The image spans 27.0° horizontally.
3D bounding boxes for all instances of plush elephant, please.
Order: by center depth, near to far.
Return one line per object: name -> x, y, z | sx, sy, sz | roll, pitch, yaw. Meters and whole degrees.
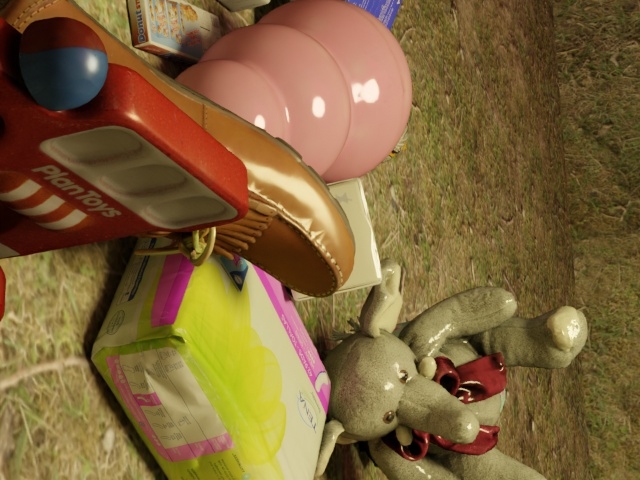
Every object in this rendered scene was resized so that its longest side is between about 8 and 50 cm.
plush elephant -> 0.109, 0.169, 1.475 | 0.255, 0.330, 0.272 | 1, 107, -67

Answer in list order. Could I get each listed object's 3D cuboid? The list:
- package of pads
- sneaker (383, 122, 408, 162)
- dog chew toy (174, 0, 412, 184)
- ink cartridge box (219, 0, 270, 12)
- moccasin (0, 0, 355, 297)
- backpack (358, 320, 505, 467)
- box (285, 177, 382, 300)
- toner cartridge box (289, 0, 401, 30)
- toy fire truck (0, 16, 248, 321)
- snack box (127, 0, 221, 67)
package of pads -> -0.089, 0.127, 1.255 | 0.229, 0.101, 0.296 | -77, 149, -49
sneaker -> 0.085, -0.156, 1.896 | 0.225, 0.088, 0.092 | -23, 103, -69
dog chew toy -> -0.044, -0.140, 1.394 | 0.332, 0.207, 0.206 | -27, 106, -53
ink cartridge box -> -0.108, -0.325, 1.516 | 0.122, 0.052, 0.088 | 31, 51, -66
moccasin -> -0.126, -0.051, 1.084 | 0.380, 0.139, 0.147 | 38, 56, -33
backpack -> 0.135, 0.184, 1.700 | 0.166, 0.188, 0.144 | -71, 145, -53
box -> 0.000, 0.000, 1.433 | 0.275, 0.094, 0.113 | 148, -71, -87
toner cartridge box -> 0.049, -0.334, 1.671 | 0.348, 0.075, 0.165 | -68, 157, -5
toy fire truck -> -0.210, -0.064, 0.803 | 0.302, 0.254, 0.169 | 43, 40, -58
snack box -> -0.148, -0.219, 1.394 | 0.178, 0.022, 0.064 | 7, 75, -69
